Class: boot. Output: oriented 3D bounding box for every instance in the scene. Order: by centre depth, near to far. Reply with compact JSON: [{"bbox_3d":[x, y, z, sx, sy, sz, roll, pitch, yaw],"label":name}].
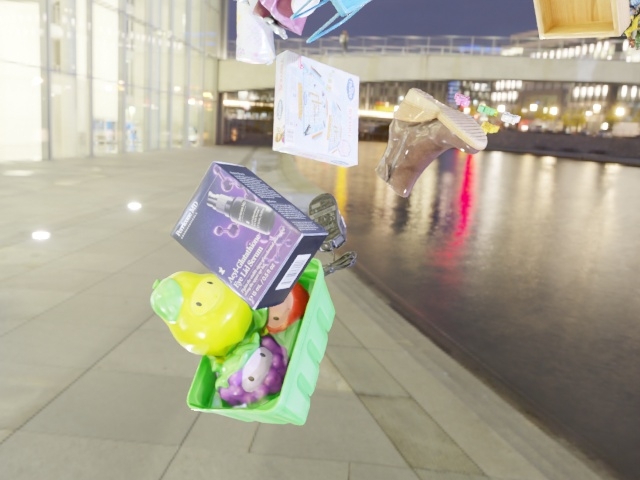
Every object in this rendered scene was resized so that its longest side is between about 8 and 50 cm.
[{"bbox_3d":[0.222,-0.178,1.312,0.090,0.207,0.248,0,33,-35],"label":"boot"}]

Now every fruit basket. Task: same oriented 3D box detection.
[{"bbox_3d":[-0.166,0.183,1.355,0.282,0.393,0.392,-6,4,31],"label":"fruit basket"}]

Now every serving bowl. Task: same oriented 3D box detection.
[{"bbox_3d":[-0.043,-0.617,1.622,0.083,0.083,0.027,-8,51,-49],"label":"serving bowl"}]

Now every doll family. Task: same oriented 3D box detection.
[{"bbox_3d":[0.901,-0.634,1.797,0.076,0.193,0.111,26,-18,-13],"label":"doll family"}]

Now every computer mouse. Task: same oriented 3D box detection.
[{"bbox_3d":[0.000,0.000,1.842,0.184,0.262,0.060,-28,-31,14],"label":"computer mouse"}]

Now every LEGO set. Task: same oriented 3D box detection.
[{"bbox_3d":[0.537,-0.403,2.108,0.227,0.087,0.093,23,31,12],"label":"LEGO set"}]

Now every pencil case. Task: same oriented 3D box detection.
[{"bbox_3d":[-0.199,-0.689,1.972,0.124,0.273,0.113,0,11,-15],"label":"pencil case"}]

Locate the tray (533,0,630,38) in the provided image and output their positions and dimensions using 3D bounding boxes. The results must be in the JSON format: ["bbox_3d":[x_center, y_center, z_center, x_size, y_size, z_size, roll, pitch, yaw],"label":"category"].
[{"bbox_3d":[0.588,-0.678,1.468,0.202,0.411,0.076,15,50,44],"label":"tray"}]

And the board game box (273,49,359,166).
[{"bbox_3d":[-0.009,-0.429,2.107,0.317,0.319,0.065,9,-11,-39],"label":"board game box"}]

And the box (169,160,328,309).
[{"bbox_3d":[-0.119,-0.011,1.048,0.207,0.153,0.108,37,15,18],"label":"box"}]

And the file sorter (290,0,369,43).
[{"bbox_3d":[-0.011,-0.390,0.908,0.104,0.170,0.118,-24,15,49],"label":"file sorter"}]

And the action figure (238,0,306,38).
[{"bbox_3d":[-0.054,-0.734,1.683,0.275,0.370,0.248,35,0,30],"label":"action figure"}]
